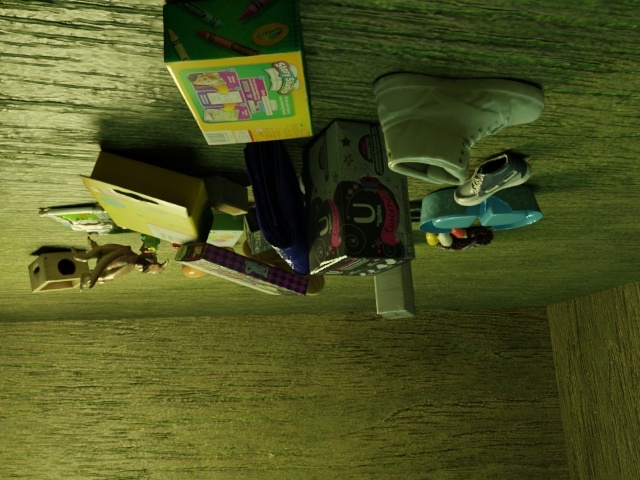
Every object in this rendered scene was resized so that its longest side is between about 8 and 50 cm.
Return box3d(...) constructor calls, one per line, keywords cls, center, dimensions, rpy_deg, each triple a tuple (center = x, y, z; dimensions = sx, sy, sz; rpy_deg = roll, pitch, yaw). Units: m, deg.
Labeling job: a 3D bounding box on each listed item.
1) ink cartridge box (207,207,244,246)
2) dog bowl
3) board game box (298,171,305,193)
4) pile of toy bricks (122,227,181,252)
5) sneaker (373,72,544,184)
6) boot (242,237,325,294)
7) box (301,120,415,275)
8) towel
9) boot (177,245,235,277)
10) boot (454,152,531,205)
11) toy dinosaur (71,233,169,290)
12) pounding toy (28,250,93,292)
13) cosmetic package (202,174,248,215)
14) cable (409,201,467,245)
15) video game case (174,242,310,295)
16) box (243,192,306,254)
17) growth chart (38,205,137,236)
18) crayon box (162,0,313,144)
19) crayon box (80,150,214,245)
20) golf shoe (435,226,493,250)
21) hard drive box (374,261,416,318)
box3d(cls="ink cartridge box", center=(-0.248, -0.039, 1.738), dimensions=(0.108, 0.062, 0.209), rpy_deg=(1, 166, -17))
box3d(cls="dog bowl", center=(0.383, -0.077, 1.728), dimensions=(0.297, 0.074, 0.166), rpy_deg=(-4, 166, -3))
box3d(cls="board game box", center=(0.058, -0.118, 1.498), dimensions=(0.194, 0.060, 0.194), rpy_deg=(-1, 166, -14))
box3d(cls="pile of toy bricks", center=(-0.400, -0.020, 1.679), dimensions=(0.118, 0.105, 0.212), rpy_deg=(-5, 167, 7))
box3d(cls="sneaker", center=(0.228, -0.163, 1.122), dimensions=(0.292, 0.169, 0.108), rpy_deg=(-1, 165, -17))
box3d(cls="boot", center=(-0.084, 0.081, 2.049), dimensions=(0.261, 0.095, 0.203), rpy_deg=(26, 176, 16))
box3d(cls="box", center=(0.063, -0.071, 1.287), dimensions=(0.142, 0.247, 0.163), rpy_deg=(1, 166, -24))
box3d(cls="towel", center=(-0.077, -0.059, 1.341), dimensions=(0.076, 0.228, 0.308), rpy_deg=(-12, 167, 4))
box3d(cls="boot", center=(-0.364, 0.047, 2.061), dimensions=(0.197, 0.073, 0.152), rpy_deg=(-24, 160, 25))
box3d(cls="boot", center=(0.346, -0.135, 1.520), dimensions=(0.086, 0.069, 0.190), rpy_deg=(17, 148, -40))
box3d(cls="toy dinosaur", center=(-0.501, 0.048, 1.796), dimensions=(0.200, 0.127, 0.296), rpy_deg=(-6, -175, -3))
box3d(cls="pounding toy", center=(-0.702, 0.073, 2.043), dimensions=(0.206, 0.094, 0.181), rpy_deg=(-5, 165, -41))
box3d(cls="cosmetic package", center=(-0.201, -0.095, 1.520), dimensions=(0.041, 0.060, 0.115), rpy_deg=(-10, 164, 26))
box3d(cls="cable", center=(0.309, -0.042, 1.863), dimensions=(0.139, 0.072, 0.287), rpy_deg=(-17, 162, 26))
box3d(cls="video game case", center=(-0.167, 0.062, 1.483), dimensions=(0.232, 0.042, 0.210), rpy_deg=(21, 169, -23))
box3d(cls="box", center=(-0.085, -0.043, 1.682), dimensions=(0.183, 0.059, 0.233), rpy_deg=(-18, 169, -8))
box3d(cls="growth chart", center=(-0.547, -0.046, 1.716), dimensions=(0.171, 0.021, 0.237), rpy_deg=(-6, 166, 14))
box3d(cls="crayon box", center=(-0.099, -0.220, 0.970), dimensions=(0.165, 0.081, 0.278), rpy_deg=(-4, 167, 1))
box3d(cls="crayon box", center=(-0.323, -0.078, 1.388), dimensions=(0.202, 0.081, 0.318), rpy_deg=(17, 166, -1))
box3d(cls="golf shoe", center=(0.407, 0.001, 2.084), dimensions=(0.186, 0.068, 0.086), rpy_deg=(-1, 168, -12))
box3d(cls="hard drive box", center=(0.220, 0.110, 2.131), dimensions=(0.089, 0.232, 0.181), rpy_deg=(-7, 166, 15))
